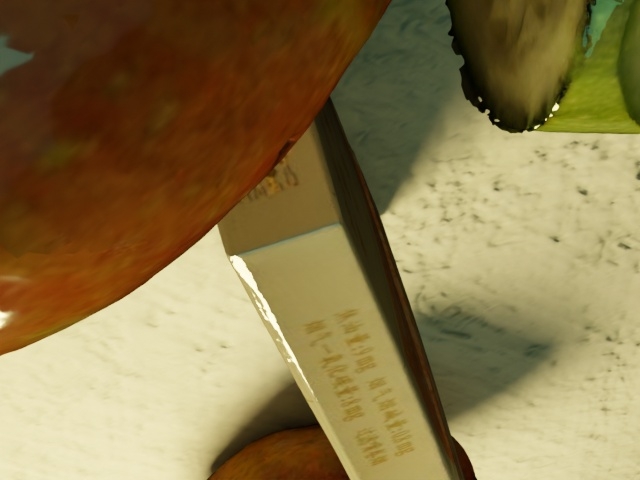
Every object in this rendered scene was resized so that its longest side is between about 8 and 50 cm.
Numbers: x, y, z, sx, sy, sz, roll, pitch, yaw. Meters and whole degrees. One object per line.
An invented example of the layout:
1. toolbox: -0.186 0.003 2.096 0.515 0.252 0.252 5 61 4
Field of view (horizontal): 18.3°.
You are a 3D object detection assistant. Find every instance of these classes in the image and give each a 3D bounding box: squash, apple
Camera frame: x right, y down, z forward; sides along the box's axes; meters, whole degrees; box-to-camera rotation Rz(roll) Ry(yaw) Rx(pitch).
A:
1. squash: 0.189 -0.139 0.802 0.260 0.189 0.189 -3 147 -17
2. apple: -0.135 -0.136 0.492 0.339 0.339 0.339 -14 150 -8

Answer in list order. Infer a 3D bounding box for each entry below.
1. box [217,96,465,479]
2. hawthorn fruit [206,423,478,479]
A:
1. box: 0.001 0.000 0.908 0.051 0.204 0.365 -19 150 3
2. hawthorn fruit: 0.003 0.221 1.299 0.208 0.208 0.248 11 157 -41
